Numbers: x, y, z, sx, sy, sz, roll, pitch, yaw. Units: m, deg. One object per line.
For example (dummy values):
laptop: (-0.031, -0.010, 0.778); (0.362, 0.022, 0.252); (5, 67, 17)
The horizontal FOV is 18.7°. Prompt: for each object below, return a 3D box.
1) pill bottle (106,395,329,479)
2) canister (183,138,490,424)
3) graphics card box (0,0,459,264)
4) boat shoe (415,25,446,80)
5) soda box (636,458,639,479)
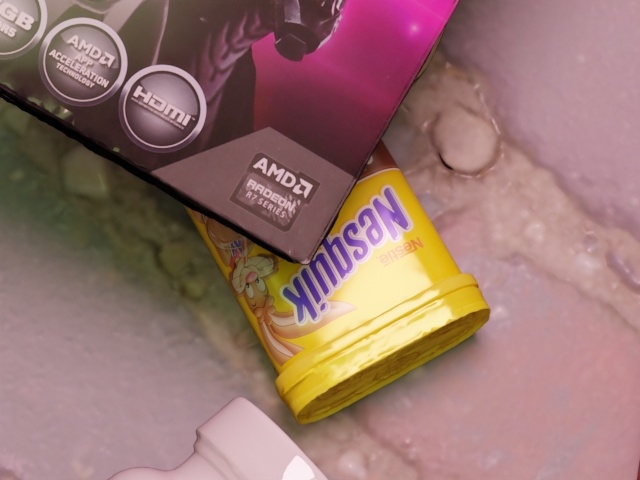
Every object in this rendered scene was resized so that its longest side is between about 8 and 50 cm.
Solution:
pill bottle: (-0.099, 0.213, 1.001); (0.264, 0.153, 0.153); (-42, 78, -9)
canister: (0.000, 0.000, 1.099); (0.126, 0.073, 0.170); (-29, 75, -6)
graphics card box: (-0.018, -0.200, 1.011); (0.232, 0.094, 0.371); (31, 88, -9)
boat shoe: (0.049, -0.186, 1.146); (0.068, 0.072, 0.190); (7, 75, 3)
soda box: (0.236, 0.024, 1.075); (0.083, 0.092, 0.263); (10, 75, 3)
